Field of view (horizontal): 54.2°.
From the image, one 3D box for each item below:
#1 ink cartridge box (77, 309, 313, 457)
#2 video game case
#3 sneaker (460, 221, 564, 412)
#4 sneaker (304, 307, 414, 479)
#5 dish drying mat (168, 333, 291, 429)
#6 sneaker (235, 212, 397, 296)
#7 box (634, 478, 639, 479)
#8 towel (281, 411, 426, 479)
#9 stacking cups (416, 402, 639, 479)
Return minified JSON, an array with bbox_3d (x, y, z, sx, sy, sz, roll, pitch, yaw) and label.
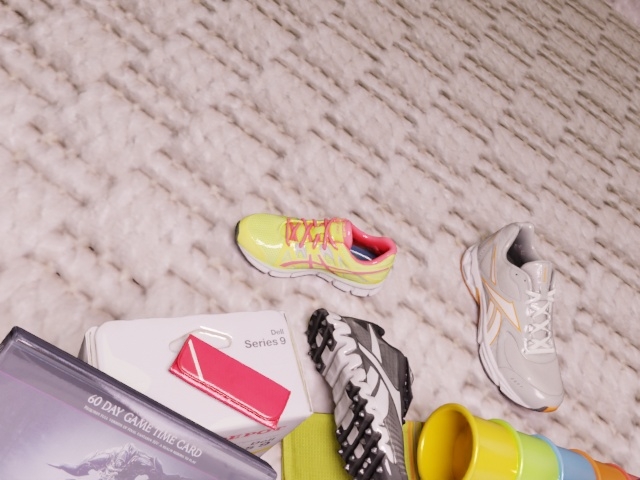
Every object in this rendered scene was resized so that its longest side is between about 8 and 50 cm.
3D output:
[{"bbox_3d":[-0.122,0.144,0.512,0.154,0.212,0.093,-1,58,-30],"label":"ink cartridge box"},{"bbox_3d":[-0.173,0.213,0.358,0.196,0.026,0.274,39,80,-28],"label":"video game case"},{"bbox_3d":[0.268,0.090,0.828,0.099,0.121,0.263,5,55,-25],"label":"sneaker"},{"bbox_3d":[0.063,0.165,0.661,0.106,0.078,0.234,5,38,-24],"label":"sneaker"},{"bbox_3d":[-0.061,0.097,0.431,0.083,0.008,0.032,31,50,-7],"label":"dish drying mat"},{"bbox_3d":[0.000,0.000,0.767,0.208,0.094,0.082,14,52,-17],"label":"sneaker"},{"bbox_3d":[0.266,0.376,0.498,0.176,0.290,0.279,29,47,-7],"label":"box"},{"bbox_3d":[0.071,0.240,0.676,0.237,0.021,0.102,11,51,-21],"label":"towel"},{"bbox_3d":[0.262,0.266,0.693,0.316,0.096,0.096,22,48,-21],"label":"stacking cups"}]
